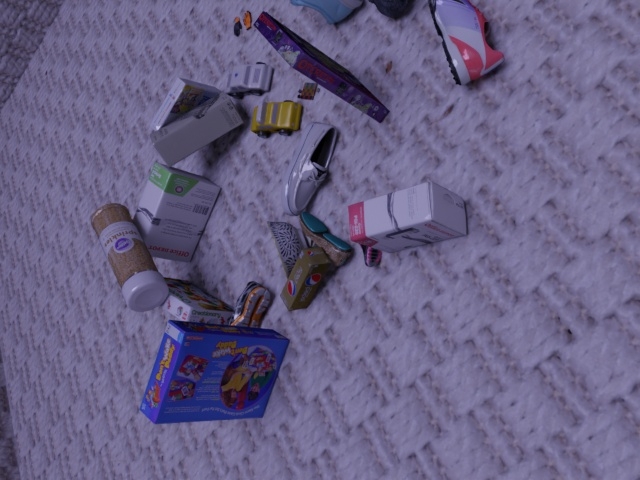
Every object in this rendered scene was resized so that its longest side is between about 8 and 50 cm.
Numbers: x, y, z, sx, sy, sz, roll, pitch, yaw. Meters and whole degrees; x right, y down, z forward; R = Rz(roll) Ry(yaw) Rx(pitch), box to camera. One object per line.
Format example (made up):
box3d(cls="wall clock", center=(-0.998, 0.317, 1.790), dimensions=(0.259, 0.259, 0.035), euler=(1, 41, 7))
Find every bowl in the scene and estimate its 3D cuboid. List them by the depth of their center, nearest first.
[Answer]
box3d(cls="bowl", center=(-0.079, 0.015, 1.603), dimensions=(0.080, 0.170, 0.170), euler=(-20, 61, -4))

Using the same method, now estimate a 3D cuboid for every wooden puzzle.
box3d(cls="wooden puzzle", center=(-0.034, -0.433, 1.741), dimensions=(0.083, 0.006, 0.049), euler=(18, 92, 42))

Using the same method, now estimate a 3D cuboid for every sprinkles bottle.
box3d(cls="sprinkles bottle", center=(-0.560, 0.043, 1.749), dimensions=(0.121, 0.121, 0.355), euler=(-52, 53, 20))

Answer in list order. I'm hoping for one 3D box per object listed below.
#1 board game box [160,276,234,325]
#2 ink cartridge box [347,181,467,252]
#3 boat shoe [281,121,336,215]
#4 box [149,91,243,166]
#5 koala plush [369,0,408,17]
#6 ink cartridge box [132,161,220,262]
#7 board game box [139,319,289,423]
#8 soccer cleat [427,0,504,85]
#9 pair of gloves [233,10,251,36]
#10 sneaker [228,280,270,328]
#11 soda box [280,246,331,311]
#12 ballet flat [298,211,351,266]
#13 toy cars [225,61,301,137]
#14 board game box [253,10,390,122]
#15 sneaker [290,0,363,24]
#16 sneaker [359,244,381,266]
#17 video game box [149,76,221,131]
box3d(cls="board game box", center=(-0.399, 0.178, 1.794), dimensions=(0.305, 0.193, 0.053), euler=(22, 95, 42))
box3d(cls="ink cartridge box", center=(0.195, -0.046, 1.348), dimensions=(0.218, 0.159, 0.092), euler=(-17, 68, 38))
box3d(cls="boat shoe", center=(-0.023, -0.190, 1.622), dimensions=(0.088, 0.096, 0.267), euler=(14, 79, 43))
box3d(cls="box", center=(-0.387, -0.348, 1.874), dimensions=(0.275, 0.094, 0.113), euler=(-32, 32, -6))
box3d(cls="koala plush", center=(0.205, -0.703, 1.508), dimensions=(0.221, 0.203, 0.196), euler=(-40, 41, 2))
box3d(cls="ink cartridge box", center=(-0.469, -0.085, 1.911), dimensions=(0.115, 0.198, 0.272), euler=(32, 102, 41))
box3d(cls="board game box", center=(-0.259, 0.336, 1.530), dimensions=(0.078, 0.347, 0.233), euler=(23, 95, 42))
box3d(cls="soccer cleat", center=(0.326, -0.508, 1.394), dimensions=(0.116, 0.108, 0.318), euler=(-19, 65, 15))
box3d(cls="pair of gloves", center=(-0.262, -0.725, 2.006), dimensions=(0.083, 0.010, 0.074), euler=(-17, 69, 38))
box3d(cls="sneaker", center=(-0.215, 0.211, 1.710), dimensions=(0.215, 0.084, 0.083), euler=(-57, 37, 11))
box3d(cls="soda box", center=(-0.041, 0.101, 1.550), dimensions=(0.058, 0.061, 0.181), euler=(57, 137, 33))
box3d(cls="ballet flat", center=(0.000, 0.000, 1.573), dimensions=(0.206, 0.073, 0.067), euler=(44, 123, 42))
box3d(cls="toy cars", center=(-0.197, -0.439, 1.831), dimensions=(0.176, 0.087, 0.393), euler=(-49, 53, 21))
box3d(cls="board game box", center=(0.010, -0.417, 1.470), dimensions=(0.056, 0.347, 0.208), euler=(-46, 55, 21))
box3d(cls="sneaker", center=(-0.060, -0.700, 1.595), dimensions=(0.150, 0.366, 0.135), euler=(-37, 36, 35))
box3d(cls="sneaker", center=(0.116, 0.011, 1.485), dimensions=(0.057, 0.047, 0.119), euler=(-18, 61, 44))
box3d(cls="video game box", center=(-0.435, -0.428, 1.958), dimensions=(0.048, 0.205, 0.187), euler=(45, 110, 15))
